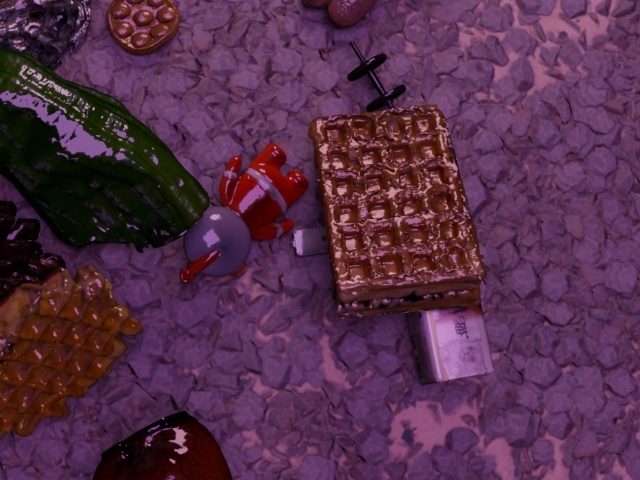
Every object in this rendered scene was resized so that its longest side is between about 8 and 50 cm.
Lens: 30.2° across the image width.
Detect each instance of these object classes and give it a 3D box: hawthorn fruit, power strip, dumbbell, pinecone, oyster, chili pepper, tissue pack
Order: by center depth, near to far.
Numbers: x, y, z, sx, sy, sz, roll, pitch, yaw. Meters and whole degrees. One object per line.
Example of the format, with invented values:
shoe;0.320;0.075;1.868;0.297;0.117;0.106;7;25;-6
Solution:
pinecone;-0.458;0.033;1.584;0.221;0.221;0.222;2;81;-10
hawthorn fruit;-0.195;0.357;1.605;0.189;0.189;0.251;-32;107;-13
chili pepper;-0.338;-0.127;1.636;0.385;0.213;0.167;36;55;-10
oyster;-0.460;-0.312;1.711;0.252;0.087;0.199;7;80;-21
tissue pack;0.187;0.130;1.731;0.099;0.106;0.149;-9;83;-11
power strip;0.000;0.000;1.764;0.090;0.016;0.040;-8;83;-10
dumbbell;0.085;-0.238;1.790;0.069;0.069;0.147;-31;88;-13

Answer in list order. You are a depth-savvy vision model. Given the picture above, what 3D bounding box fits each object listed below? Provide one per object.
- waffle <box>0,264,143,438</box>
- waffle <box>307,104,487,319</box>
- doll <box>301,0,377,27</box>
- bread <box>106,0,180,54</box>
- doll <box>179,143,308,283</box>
waffle;-0.381;0.152;1.560;0.309;0.283;0.065;-25;55;-26
waffle;0.103;-0.047;1.693;0.212;0.091;0.308;-6;58;-5
doll;0.084;-0.472;1.788;0.201;0.156;0.303;29;82;-11
bread;-0.264;-0.330;1.764;0.110;0.024;0.110;2;80;-9
doll;-0.120;-0.028;1.715;0.142;0.076;0.245;47;73;-19
